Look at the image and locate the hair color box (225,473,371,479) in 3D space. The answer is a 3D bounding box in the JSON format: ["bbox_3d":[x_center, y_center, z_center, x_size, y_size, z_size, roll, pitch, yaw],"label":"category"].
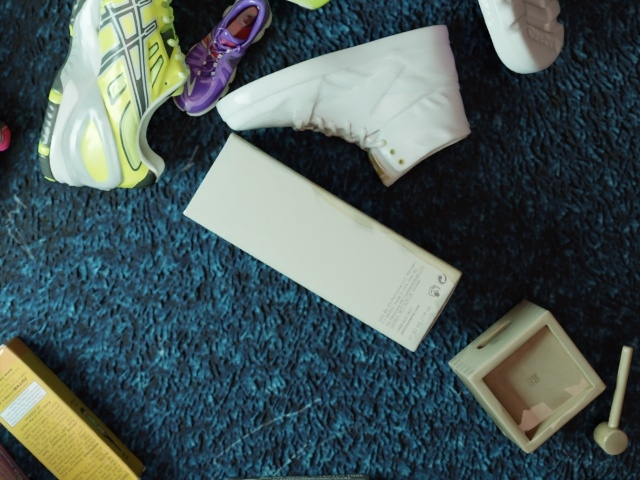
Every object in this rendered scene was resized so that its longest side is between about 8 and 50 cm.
[{"bbox_3d":[-0.024,0.464,1.554,0.185,0.110,0.338,-2,92,-1],"label":"hair color box"}]

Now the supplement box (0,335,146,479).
[{"bbox_3d":[-0.320,0.226,1.539,0.233,0.078,0.080,44,91,-4],"label":"supplement box"}]

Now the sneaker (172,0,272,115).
[{"bbox_3d":[-0.122,-0.228,1.520,0.068,0.071,0.170,33,93,-4],"label":"sneaker"}]

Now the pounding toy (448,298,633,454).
[{"bbox_3d":[0.294,0.176,1.561,0.181,0.094,0.206,-40,104,-4],"label":"pounding toy"}]

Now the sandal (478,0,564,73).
[{"bbox_3d":[0.174,-0.393,1.502,0.102,0.169,0.416,-16,88,40],"label":"sandal"}]

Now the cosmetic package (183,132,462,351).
[{"bbox_3d":[0.000,0.000,1.498,0.309,0.160,0.113,32,91,-5],"label":"cosmetic package"}]

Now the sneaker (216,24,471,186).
[{"bbox_3d":[0.035,-0.139,1.516,0.293,0.108,0.169,-17,91,-3],"label":"sneaker"}]

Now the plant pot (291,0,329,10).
[{"bbox_3d":[-0.046,-0.385,1.442,0.227,0.228,0.207,19,100,-4],"label":"plant pot"}]

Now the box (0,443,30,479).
[{"bbox_3d":[-0.399,0.342,1.461,0.117,0.243,0.213,-37,94,1],"label":"box"}]

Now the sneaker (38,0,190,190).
[{"bbox_3d":[-0.217,-0.243,1.487,0.147,0.145,0.384,15,104,-4],"label":"sneaker"}]

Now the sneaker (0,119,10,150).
[{"bbox_3d":[-0.474,-0.031,1.498,0.112,0.121,0.299,26,98,-24],"label":"sneaker"}]
